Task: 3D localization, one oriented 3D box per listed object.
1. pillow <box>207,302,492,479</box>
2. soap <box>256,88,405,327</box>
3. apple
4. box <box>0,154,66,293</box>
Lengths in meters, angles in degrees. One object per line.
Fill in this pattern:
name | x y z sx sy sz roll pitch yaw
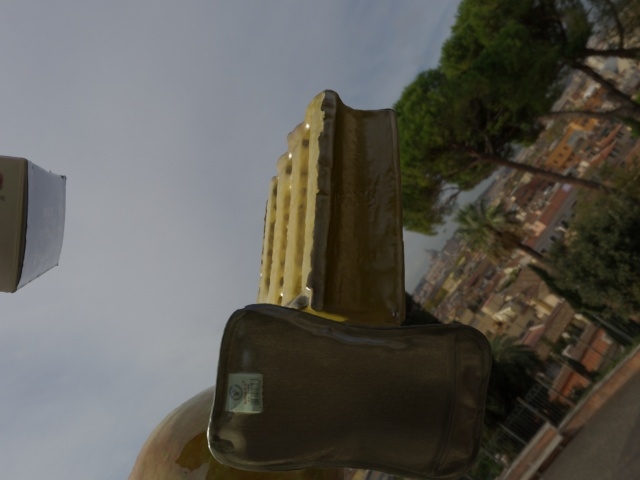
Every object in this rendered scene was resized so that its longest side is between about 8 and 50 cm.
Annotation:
pillow | 0.029 0.120 0.392 0.033 0.218 0.130 -170 87 -77
soap | 0.000 0.000 0.767 0.293 0.156 0.334 124 152 -57
apple | -0.094 0.290 0.636 0.226 0.246 0.246 -51 -10 -48
box | -0.386 -0.027 0.419 0.200 0.300 0.106 -171 84 -71
